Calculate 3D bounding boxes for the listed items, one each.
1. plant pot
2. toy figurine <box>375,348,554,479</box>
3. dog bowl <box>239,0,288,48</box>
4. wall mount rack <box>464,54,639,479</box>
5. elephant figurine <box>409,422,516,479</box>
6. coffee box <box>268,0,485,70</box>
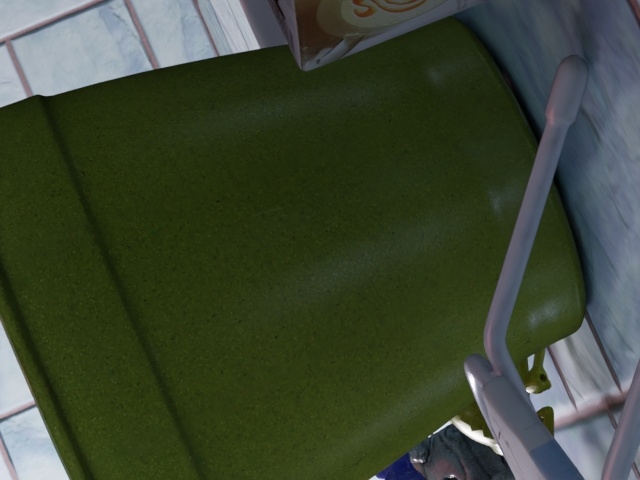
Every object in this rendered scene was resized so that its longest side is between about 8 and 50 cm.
[{"bbox_3d":[-0.024,0.021,1.327,0.366,0.353,0.367,157,90,-85],"label":"plant pot"},{"bbox_3d":[0.066,0.233,1.534,0.191,0.217,0.363,176,90,-83],"label":"toy figurine"},{"bbox_3d":[-0.015,-0.231,1.545,0.265,0.104,0.265,157,90,-86],"label":"dog bowl"},{"bbox_3d":[0.162,0.086,1.006,0.304,0.130,0.350,65,176,-21],"label":"wall mount rack"},{"bbox_3d":[0.140,0.228,1.927,0.239,0.186,0.169,88,-155,-48],"label":"elephant figurine"},{"bbox_3d":[0.030,-0.195,0.997,0.246,0.141,0.098,86,161,-73],"label":"coffee box"}]
